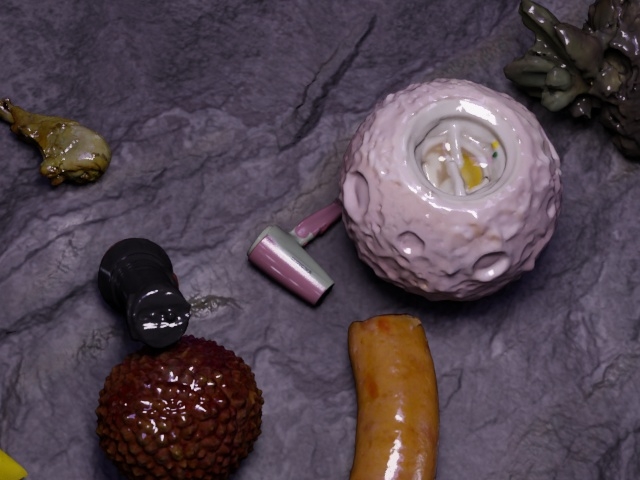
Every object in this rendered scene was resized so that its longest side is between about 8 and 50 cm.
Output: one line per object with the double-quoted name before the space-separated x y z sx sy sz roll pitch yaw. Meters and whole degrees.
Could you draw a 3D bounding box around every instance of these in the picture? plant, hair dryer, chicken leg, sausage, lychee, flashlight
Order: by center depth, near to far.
"lychee" -0.155 0.183 1.742 0.188 0.188 0.188 1 66 -3
"flashlight" -0.190 0.057 1.770 0.093 0.232 0.093 -3 101 -16
"sausage" 0.078 0.215 1.787 0.109 0.109 0.270 4 65 -2
"hair dryer" -0.004 -0.006 1.910 0.106 0.054 0.154 36 64 7
"chicken leg" -0.331 -0.122 1.930 0.178 0.070 0.093 34 50 20
"plant" 0.378 -0.219 1.937 0.312 0.215 0.213 -15 64 -16

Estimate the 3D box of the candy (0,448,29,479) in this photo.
"candy" -0.457 0.216 1.763 0.187 0.081 0.297 -32 82 -16

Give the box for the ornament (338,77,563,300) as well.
"ornament" 0.149 -0.053 1.841 0.259 0.225 0.259 1 67 -3
